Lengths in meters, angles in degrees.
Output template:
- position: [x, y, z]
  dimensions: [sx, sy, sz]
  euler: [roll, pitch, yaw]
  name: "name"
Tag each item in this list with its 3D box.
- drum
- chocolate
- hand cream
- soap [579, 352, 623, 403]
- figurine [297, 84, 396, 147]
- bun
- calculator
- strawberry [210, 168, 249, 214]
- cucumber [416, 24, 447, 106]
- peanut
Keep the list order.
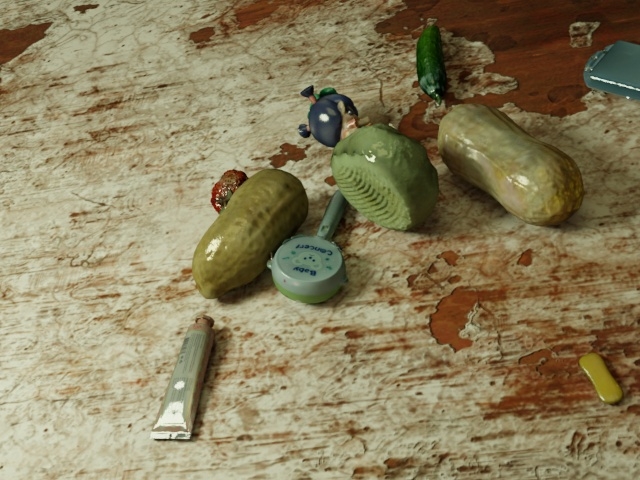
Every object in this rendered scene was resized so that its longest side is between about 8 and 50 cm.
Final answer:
- position: [0.018, 0.007, 1.678]
  dimensions: [0.130, 0.049, 0.253]
  euler: [23, 46, 22]
  name: "drum"
- position: [0.293, -0.126, 1.663]
  dimensions: [0.134, 0.134, 0.309]
  euler: [-31, 44, -13]
  name: "chocolate"
- position: [-0.198, 0.205, 1.562]
  dimensions: [0.067, 0.043, 0.209]
  euler: [-2, 51, 20]
  name: "hand cream"
- position: [0.378, 0.185, 1.399]
  dimensions: [0.034, 0.012, 0.089]
  euler: [-20, 43, -1]
  name: "soap"
- position: [0.043, -0.205, 1.846]
  dimensions: [0.102, 0.111, 0.195]
  euler: [-17, 38, -29]
  name: "figurine"
- position: [0.111, -0.109, 1.657]
  dimensions: [0.195, 0.195, 0.118]
  euler: [29, 67, 39]
  name: "bun"
- position: [0.561, -0.289, 1.804]
  dimensions: [0.210, 0.039, 0.121]
  euler: [23, 58, 35]
  name: "calculator"
- position: [-0.150, -0.085, 1.813]
  dimensions: [0.083, 0.083, 0.096]
  euler: [0, 37, 19]
  name: "strawberry"
- position: [0.208, -0.331, 1.958]
  dimensions: [0.056, 0.056, 0.250]
  euler: [-9, 41, 10]
  name: "cucumber"
- position: [-0.117, -0.010, 1.696]
  dimensions: [0.122, 0.137, 0.253]
  euler: [39, 58, -6]
  name: "peanut"
